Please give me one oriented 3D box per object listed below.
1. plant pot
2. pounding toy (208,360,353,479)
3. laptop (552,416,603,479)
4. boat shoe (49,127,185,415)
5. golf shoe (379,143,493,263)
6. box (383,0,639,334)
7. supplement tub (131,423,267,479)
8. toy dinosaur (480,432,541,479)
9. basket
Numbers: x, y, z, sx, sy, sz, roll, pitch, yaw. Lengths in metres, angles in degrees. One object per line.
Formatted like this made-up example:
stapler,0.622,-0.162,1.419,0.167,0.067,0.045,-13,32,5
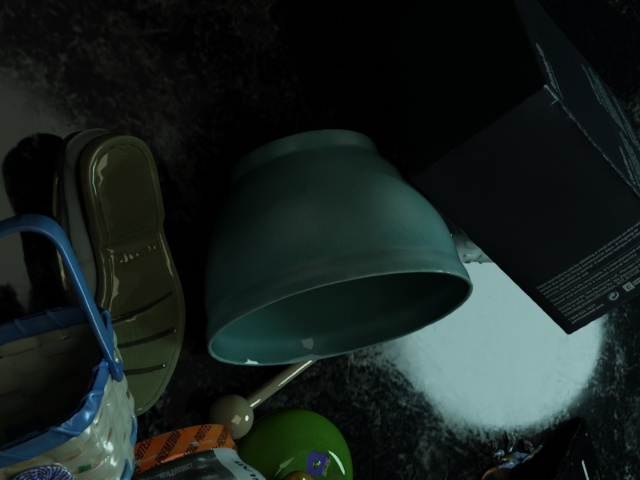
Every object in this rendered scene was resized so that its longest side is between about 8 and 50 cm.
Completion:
plant pot,0.000,0.000,1.189,0.293,0.293,0.196,0,66,-35
pounding toy,-0.020,0.272,1.270,0.183,0.110,0.237,-23,106,-32
laptop,0.324,0.430,1.580,0.264,0.136,0.234,-43,119,-54
boat shoe,-0.216,0.032,1.123,0.113,0.103,0.303,-12,110,-39
golf shoe,0.156,-0.014,1.395,0.306,0.115,0.140,25,106,-38
box,0.248,-0.125,1.286,0.312,0.179,0.343,42,26,-29
supplement tub,-0.113,0.372,1.086,0.207,0.207,0.338,-8,66,-34
toy dinosaur,0.270,0.306,1.531,0.082,0.047,0.090,21,114,-43
basket,-0.297,0.129,0.976,0.254,0.201,0.289,-19,117,7
